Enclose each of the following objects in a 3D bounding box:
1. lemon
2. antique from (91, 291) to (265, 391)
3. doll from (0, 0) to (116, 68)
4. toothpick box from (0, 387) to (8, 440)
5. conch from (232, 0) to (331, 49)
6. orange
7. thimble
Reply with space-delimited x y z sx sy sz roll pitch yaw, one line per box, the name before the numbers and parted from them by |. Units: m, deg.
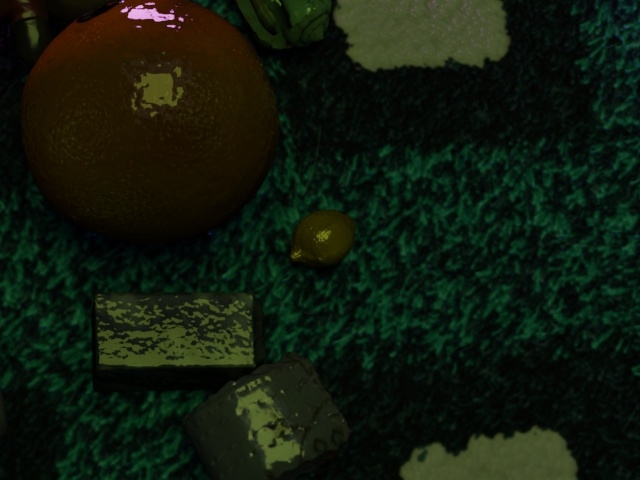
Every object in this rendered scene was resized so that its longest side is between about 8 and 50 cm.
lemon | 0.000 0.000 1.884 0.092 0.065 0.065 -34 77 -26
antique | -0.150 0.108 1.802 0.183 0.088 0.086 0 69 -9
doll | -0.329 -0.310 1.899 0.330 0.174 0.235 -22 41 -22
toothpick box | -0.490 0.148 1.673 0.316 0.229 0.229 -20 72 -15
conch | -0.060 -0.283 1.993 0.106 0.079 0.170 -30 60 -26
orange | -0.182 -0.125 1.800 0.274 0.274 0.274 3 67 -8
thimble | -0.056 0.197 1.759 0.151 0.127 0.118 -25 75 -23
